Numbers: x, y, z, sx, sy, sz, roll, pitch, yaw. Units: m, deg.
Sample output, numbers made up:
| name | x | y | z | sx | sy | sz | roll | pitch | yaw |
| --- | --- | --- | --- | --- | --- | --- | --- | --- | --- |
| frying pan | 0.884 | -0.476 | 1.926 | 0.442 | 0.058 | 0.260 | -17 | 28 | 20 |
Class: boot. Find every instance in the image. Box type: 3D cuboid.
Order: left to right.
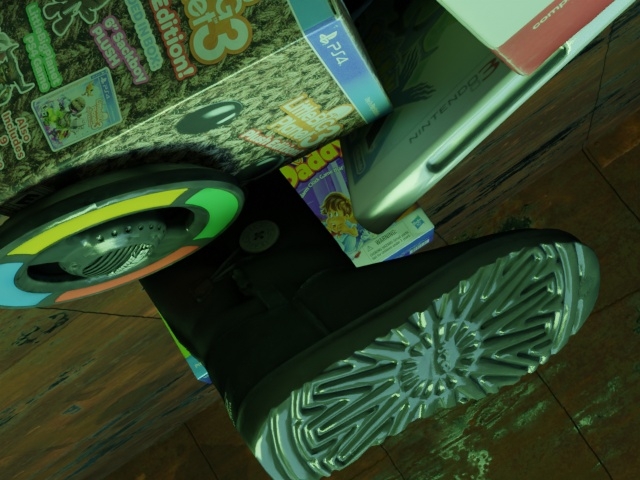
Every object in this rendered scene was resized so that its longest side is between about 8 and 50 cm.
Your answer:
| name | x | y | z | sx | sy | sz | roll | pitch | yaw |
| --- | --- | --- | --- | --- | --- | --- | --- | --- | --- |
| boot | -0.002 | 0.000 | 0.896 | 0.367 | 0.445 | 0.146 | -21 | 125 | -20 |

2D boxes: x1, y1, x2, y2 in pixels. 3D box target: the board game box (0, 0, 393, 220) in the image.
| name | x | y | z | sx | sy | sz | roll | pitch | yaw |
| --- | --- | --- | --- | --- | --- | --- | --- | --- | --- |
| board game box | -0.114 | -0.130 | 0.713 | 0.291 | 0.141 | 0.232 | -26 | 167 | 10 |

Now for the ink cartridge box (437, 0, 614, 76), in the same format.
| name | x | y | z | sx | sy | sz | roll | pitch | yaw |
| --- | --- | --- | --- | --- | --- | --- | --- | --- | --- |
| ink cartridge box | 0.034 | -0.259 | 0.403 | 0.160 | 0.279 | 0.384 | -39 | 165 | 19 |

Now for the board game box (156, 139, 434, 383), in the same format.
| name | x | y | z | sx | sy | sz | roll | pitch | yaw |
| --- | --- | --- | --- | --- | --- | --- | --- | --- | --- |
| board game box | -0.062 | -0.009 | 1.131 | 0.347 | 0.233 | 0.078 | -33 | 166 | -3 |

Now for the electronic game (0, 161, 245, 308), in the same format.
| name | x | y | z | sx | sy | sz | roll | pitch | yaw |
| --- | --- | --- | --- | --- | --- | --- | --- | --- | --- |
| electronic game | -0.169 | 0.001 | 0.711 | 0.229 | 0.048 | 0.229 | -23 | 167 | -6 |

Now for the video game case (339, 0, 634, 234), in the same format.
| name | x | y | z | sx | sy | sz | roll | pitch | yaw |
| --- | --- | --- | --- | --- | --- | --- | --- | --- | --- |
| video game case | 0.123 | -0.200 | 0.821 | 0.036 | 0.329 | 0.300 | 34 | 117 | -26 |
